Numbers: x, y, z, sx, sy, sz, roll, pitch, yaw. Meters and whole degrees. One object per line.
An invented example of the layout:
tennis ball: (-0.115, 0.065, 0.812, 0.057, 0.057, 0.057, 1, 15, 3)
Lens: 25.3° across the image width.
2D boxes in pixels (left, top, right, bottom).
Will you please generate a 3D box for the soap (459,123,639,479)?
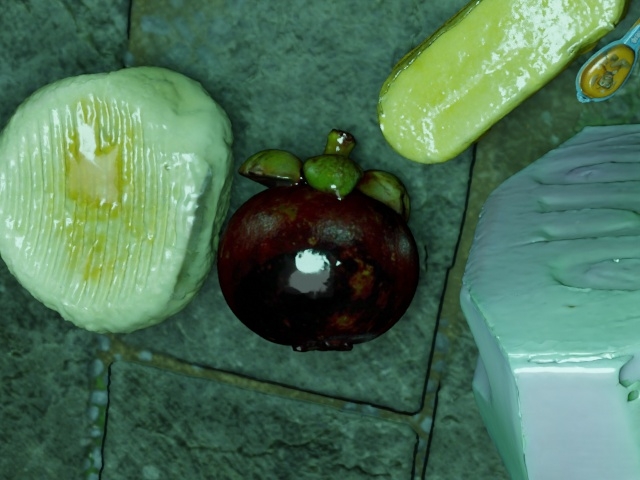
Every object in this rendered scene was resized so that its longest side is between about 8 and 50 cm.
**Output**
soap: (0.242, 0.051, 1.058, 0.261, 0.446, 0.156, -1, 113, 14)

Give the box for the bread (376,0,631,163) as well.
bread: (0.150, -0.161, 1.187, 0.245, 0.094, 0.102, -41, 90, 23)

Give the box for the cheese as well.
cheese: (0.255, -0.159, 1.198, 0.047, 0.017, 0.111, 22, 117, -34)

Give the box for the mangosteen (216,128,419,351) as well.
mangosteen: (0.000, 0.000, 1.255, 0.199, 0.200, 0.200, 5, 113, 11)

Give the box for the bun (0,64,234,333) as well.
bun: (-0.176, -0.037, 1.279, 0.243, 0.153, 0.244, 3, 101, 16)
